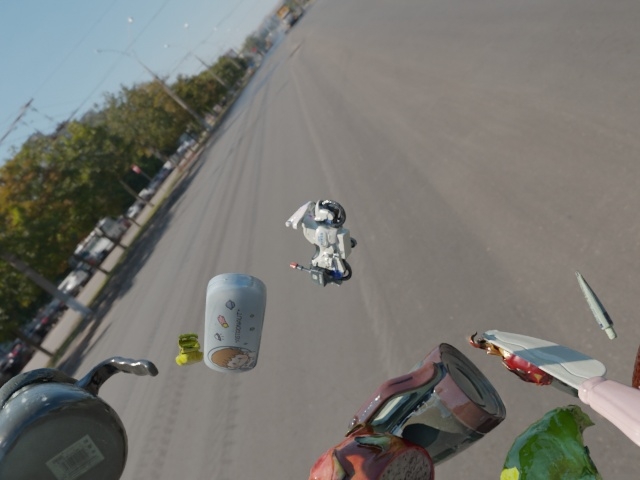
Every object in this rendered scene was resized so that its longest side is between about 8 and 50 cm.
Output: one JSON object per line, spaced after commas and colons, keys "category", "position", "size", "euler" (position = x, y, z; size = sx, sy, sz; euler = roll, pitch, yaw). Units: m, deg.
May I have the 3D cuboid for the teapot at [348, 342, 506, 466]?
{"category": "teapot", "position": [0.237, 0.423, 1.551], "size": [0.312, 0.315, 0.233], "euler": [-47, 36, 16]}

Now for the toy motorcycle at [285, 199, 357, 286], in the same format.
{"category": "toy motorcycle", "position": [0.000, 0.000, 1.419], "size": [0.150, 0.221, 0.102], "euler": [12, 37, 28]}

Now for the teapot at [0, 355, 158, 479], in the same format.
{"category": "teapot", "position": [-0.472, 0.310, 1.151], "size": [0.285, 0.223, 0.305], "euler": [14, 73, 56]}

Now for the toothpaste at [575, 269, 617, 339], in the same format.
{"category": "toothpaste", "position": [0.794, 0.185, 1.846], "size": [0.037, 0.216, 0.062], "euler": [-26, -18, 7]}

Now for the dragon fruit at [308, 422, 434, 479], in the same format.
{"category": "dragon fruit", "position": [0.096, 0.543, 1.379], "size": [0.189, 0.290, 0.290], "euler": [8, 55, 43]}

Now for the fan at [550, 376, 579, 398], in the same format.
{"category": "fan", "position": [0.661, 0.382, 1.542], "size": [0.012, 0.414, 0.233], "euler": [-61, -9, -13]}

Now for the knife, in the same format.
{"category": "knife", "position": [0.328, 0.165, 0.805], "size": [0.081, 0.043, 0.336], "euler": [-14, 20, -18]}

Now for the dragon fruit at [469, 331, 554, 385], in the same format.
{"category": "dragon fruit", "position": [0.411, 0.234, 1.355], "size": [0.094, 0.190, 0.094], "euler": [-42, -32, -34]}

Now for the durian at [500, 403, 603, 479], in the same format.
{"category": "durian", "position": [0.576, 0.586, 1.582], "size": [0.339, 0.204, 0.256], "euler": [-33, 57, 0]}

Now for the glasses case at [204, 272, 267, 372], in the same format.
{"category": "glasses case", "position": [-0.103, 0.103, 0.758], "size": [0.178, 0.067, 0.045], "euler": [103, 170, -47]}

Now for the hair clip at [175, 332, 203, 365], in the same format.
{"category": "hair clip", "position": [-0.319, 0.275, 1.568], "size": [0.173, 0.072, 0.046], "euler": [117, 142, -60]}

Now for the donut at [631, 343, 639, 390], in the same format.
{"category": "donut", "position": [0.588, 0.241, 1.066], "size": [0.144, 0.126, 0.186], "euler": [-82, -8, -49]}
